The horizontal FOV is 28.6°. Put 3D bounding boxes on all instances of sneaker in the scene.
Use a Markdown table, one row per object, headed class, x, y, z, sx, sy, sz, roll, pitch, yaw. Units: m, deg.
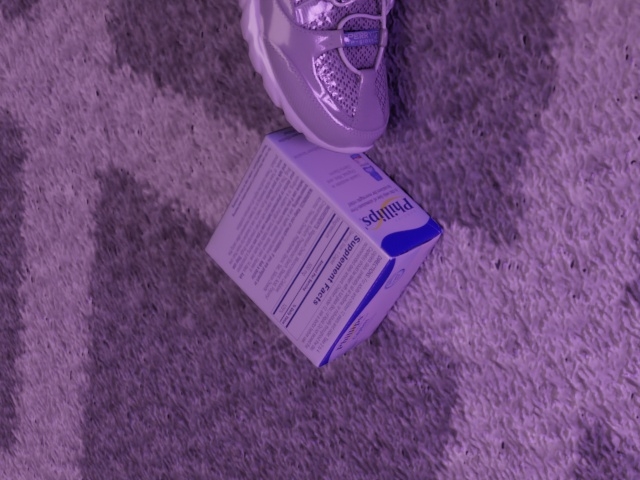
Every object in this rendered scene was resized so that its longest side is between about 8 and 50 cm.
| class | x | y | z | sx | sy | sz | roll | pitch | yaw |
| --- | --- | --- | --- | --- | --- | --- | --- | --- | --- |
| sneaker | 0.012 | -0.195 | 0.843 | 0.115 | 0.105 | 0.281 | 1 | 107 | 39 |

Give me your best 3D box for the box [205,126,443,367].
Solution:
| class | x | y | z | sx | sy | sz | roll | pitch | yaw |
| --- | --- | --- | --- | --- | --- | --- | --- | --- | --- |
| box | 0.000 | 0.000 | 0.951 | 0.137 | 0.072 | 0.126 | 45 | 129 | 18 |
